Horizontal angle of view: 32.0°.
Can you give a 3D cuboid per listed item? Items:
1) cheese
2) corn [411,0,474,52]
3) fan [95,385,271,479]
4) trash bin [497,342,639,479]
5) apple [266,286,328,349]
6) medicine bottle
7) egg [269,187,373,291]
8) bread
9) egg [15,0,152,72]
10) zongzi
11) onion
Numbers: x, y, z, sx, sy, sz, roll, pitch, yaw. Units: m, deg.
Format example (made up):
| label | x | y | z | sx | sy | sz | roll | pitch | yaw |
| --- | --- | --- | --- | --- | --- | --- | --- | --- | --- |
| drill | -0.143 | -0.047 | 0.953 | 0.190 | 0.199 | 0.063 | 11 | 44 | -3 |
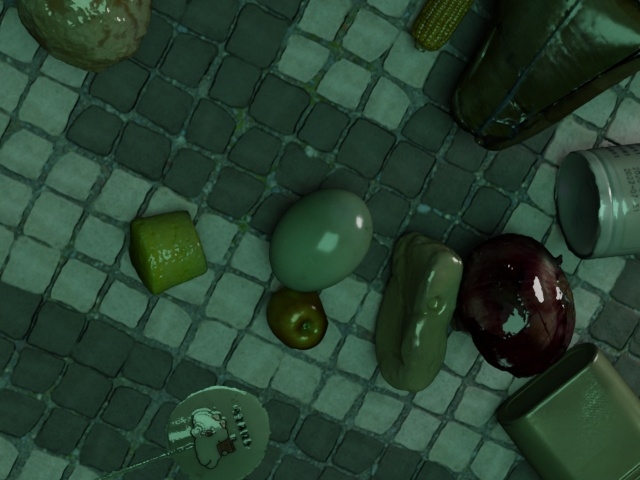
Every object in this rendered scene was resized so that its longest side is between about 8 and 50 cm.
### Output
| label | x | y | z | sx | sy | sz | roll | pitch | yaw |
| --- | --- | --- | --- | --- | --- | --- | --- | --- | --- |
| cheese | 0.167 | 0.125 | 1.900 | 0.093 | 0.159 | 0.263 | 10 | 102 | -19 |
| corn | 0.217 | -0.398 | 1.827 | 0.068 | 0.068 | 0.207 | 32 | 93 | -17 |
| fan | -0.244 | 0.369 | 1.956 | 0.329 | 0.009 | 0.191 | -18 | 107 | -7 |
| trash bin | 0.479 | 0.348 | 2.044 | 0.243 | 0.121 | 0.247 | -40 | 104 | 0 |
| apple | -0.039 | 0.133 | 1.889 | 0.099 | 0.102 | 0.114 | -18 | 108 | -8 |
| medicine bottle | 0.593 | -0.077 | 1.918 | 0.332 | 0.190 | 0.190 | -6 | 105 | -10 |
| egg | 0.000 | 0.000 | 1.839 | 0.192 | 0.149 | 0.149 | -46 | 108 | 1 |
| bread | -0.251 | 0.019 | 1.821 | 0.114 | 0.111 | 0.129 | -19 | 111 | -15 |
| egg | -0.354 | -0.371 | 1.650 | 0.203 | 0.203 | 0.245 | -22 | 113 | -5 |
| zongzi | 0.308 | -0.367 | 1.801 | 0.356 | 0.174 | 0.393 | -35 | 95 | 20 |
| onion | 0.321 | 0.115 | 1.905 | 0.219 | 0.252 | 0.252 | -23 | 111 | 32 |
